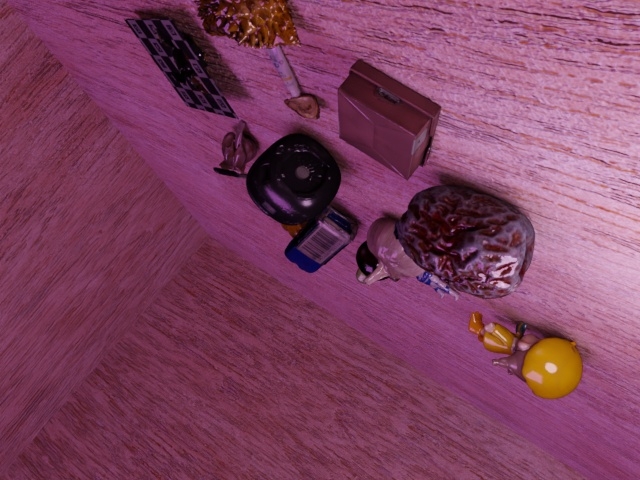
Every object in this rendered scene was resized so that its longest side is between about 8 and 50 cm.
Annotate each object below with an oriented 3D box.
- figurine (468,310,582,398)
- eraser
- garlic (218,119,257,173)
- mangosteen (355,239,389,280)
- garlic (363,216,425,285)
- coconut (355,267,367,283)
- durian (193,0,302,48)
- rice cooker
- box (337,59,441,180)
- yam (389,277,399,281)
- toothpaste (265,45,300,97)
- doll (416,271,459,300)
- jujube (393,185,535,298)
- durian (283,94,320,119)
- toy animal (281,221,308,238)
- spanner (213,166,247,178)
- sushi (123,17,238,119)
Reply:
[{"bbox_3d":[0.607,0.333,1.742,0.215,0.187,0.343,20,-175,-41],"label":"figurine"},{"bbox_3d":[0.000,0.000,2.121,0.155,0.101,0.332,35,144,-8],"label":"eraser"},{"bbox_3d":[-0.288,-0.340,2.032,0.131,0.127,0.194,18,135,8],"label":"garlic"},{"bbox_3d":[0.198,0.059,1.991,0.152,0.152,0.152,36,165,11],"label":"mangosteen"},{"bbox_3d":[0.214,0.056,1.783,0.218,0.212,0.218,38,171,7],"label":"garlic"},{"bbox_3d":[0.186,0.128,2.310,0.087,0.096,0.088,26,-155,-13],"label":"coconut"},{"bbox_3d":[-0.196,-0.506,1.287,0.341,0.112,0.191,29,165,41],"label":"durian"},{"bbox_3d":[-0.080,-0.178,1.724,0.267,0.267,0.224,40,164,-5],"label":"rice cooker"},{"bbox_3d":[0.142,-0.253,1.277,0.215,0.086,0.215,35,165,14],"label":"box"},{"bbox_3d":[0.237,0.100,2.158,0.132,0.054,0.054,31,164,26],"label":"yam"},{"bbox_3d":[-0.096,-0.430,1.434,0.048,0.031,0.190,8,148,32],"label":"toothpaste"},{"bbox_3d":[0.357,0.126,1.952,0.227,0.057,0.114,42,169,-21],"label":"doll"},{"bbox_3d":[0.328,-0.001,1.336,0.317,0.226,0.226,24,159,37],"label":"jujube"},{"bbox_3d":[-0.039,-0.340,1.500,0.130,0.066,0.052,40,168,35],"label":"durian"},{"bbox_3d":[-0.041,-0.016,2.317,0.230,0.156,0.156,44,165,-31],"label":"toy animal"},{"bbox_3d":[-0.276,-0.237,2.151,0.087,0.024,0.316,42,-159,32],"label":"spanner"},{"bbox_3d":[-0.404,-0.541,1.775,0.359,0.064,0.343,24,155,48],"label":"sushi"}]
